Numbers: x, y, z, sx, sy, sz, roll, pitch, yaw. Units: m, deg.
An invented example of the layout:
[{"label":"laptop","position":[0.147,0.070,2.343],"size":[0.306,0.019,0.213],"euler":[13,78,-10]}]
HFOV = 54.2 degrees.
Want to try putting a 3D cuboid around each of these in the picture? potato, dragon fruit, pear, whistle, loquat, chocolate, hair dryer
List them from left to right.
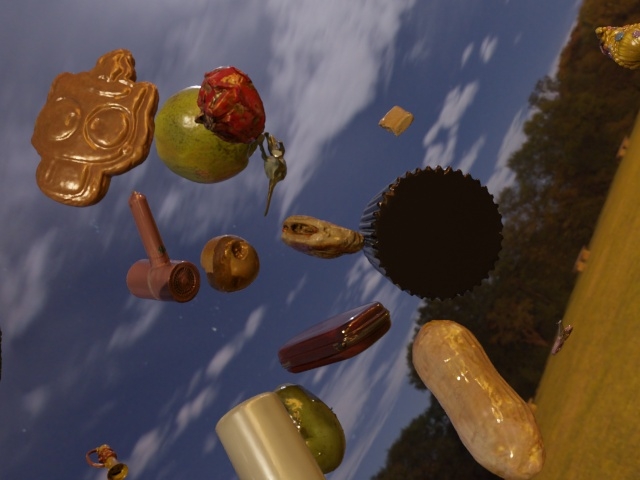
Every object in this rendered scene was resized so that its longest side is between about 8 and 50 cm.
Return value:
[{"label":"whistle","position":[-0.467,0.482,1.355],"size":[0.057,0.109,0.046],"euler":[-32,-57,-31]},{"label":"hair dryer","position":[-0.502,0.015,1.843],"size":[0.125,0.210,0.353],"euler":[-36,-61,-46]},{"label":"pear","position":[-0.407,-0.386,2.303],"size":[0.391,0.390,0.391],"euler":[-52,-23,-34]},{"label":"dragon fruit","position":[-0.286,-0.405,1.931],"size":[0.211,0.134,0.262],"euler":[-43,-71,-37]},{"label":"loquat","position":[-0.324,0.084,2.190],"size":[0.213,0.213,0.213],"euler":[-52,-23,-34]},{"label":"potato","position":[-0.051,0.588,1.947],"size":[0.216,0.304,0.216],"euler":[-47,-7,-8]},{"label":"chocolate","position":[0.270,0.272,1.086],"size":[0.134,0.309,0.134],"euler":[-24,-32,-16]}]

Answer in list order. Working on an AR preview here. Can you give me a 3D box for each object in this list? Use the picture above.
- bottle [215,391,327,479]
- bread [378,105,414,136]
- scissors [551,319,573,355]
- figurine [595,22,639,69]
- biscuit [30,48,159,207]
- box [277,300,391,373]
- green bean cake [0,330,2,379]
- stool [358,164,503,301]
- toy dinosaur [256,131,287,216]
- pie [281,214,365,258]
[{"label":"bottle","position":[-0.044,0.332,0.836],"size":[0.104,0.245,0.104],"euler":[-28,-24,-14]},{"label":"bread","position":[0.191,-0.298,1.557],"size":[0.070,0.083,0.035],"euler":[-47,-55,-2]},{"label":"scissors","position":[0.724,0.277,1.881],"size":[0.110,0.021,0.212],"euler":[-53,-35,-9]},{"label":"figurine","position":[0.670,-0.427,1.355],"size":[0.095,0.114,0.156],"euler":[-65,26,23]},{"label":"biscuit","position":[-0.484,-0.251,1.343],"size":[0.051,0.269,0.376],"euler":[71,-149,-72]},{"label":"box","position":[0.042,0.311,1.972],"size":[0.263,0.108,0.403],"euler":[-28,1,-45]},{"label":"green bean cake","position":[-0.949,0.291,1.644],"size":[0.113,0.200,0.215],"euler":[-17,-68,-66]},{"label":"stool","position":[0.238,-0.017,1.499],"size":[0.330,0.297,0.297],"euler":[-177,112,-85]},{"label":"toy dinosaur","position":[-0.161,-0.251,2.127],"size":[0.206,0.092,0.393],"euler":[80,-178,-60]},{"label":"pie","position":[0.000,0.000,1.493],"size":[0.178,0.205,0.084],"euler":[23,-103,-37]}]
